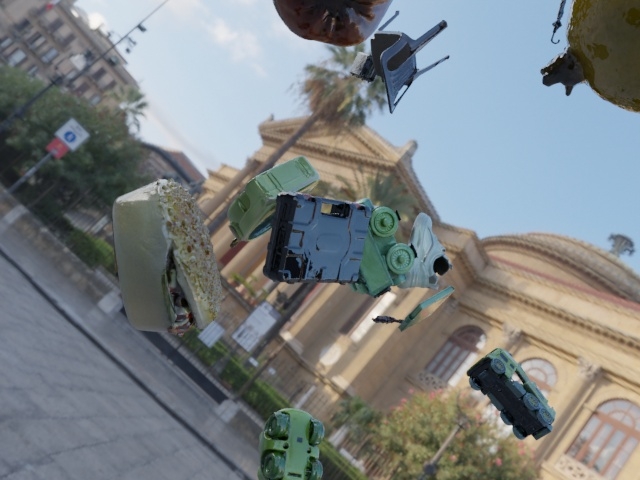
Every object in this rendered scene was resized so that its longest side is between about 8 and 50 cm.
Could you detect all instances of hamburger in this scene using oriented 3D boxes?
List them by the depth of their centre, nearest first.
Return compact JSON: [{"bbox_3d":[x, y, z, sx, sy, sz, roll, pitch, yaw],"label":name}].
[{"bbox_3d":[-0.279,0.033,1.110,0.302,0.170,0.302,171,-90,-80],"label":"hamburger"}]

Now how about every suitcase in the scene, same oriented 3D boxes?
[{"bbox_3d":[0.000,0.000,1.395,0.066,0.206,0.285,15,6,42],"label":"suitcase"},{"bbox_3d":[0.146,-0.563,1.932,0.059,0.086,0.126,20,15,-25],"label":"suitcase"}]

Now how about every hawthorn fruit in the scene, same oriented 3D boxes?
[{"bbox_3d":[0.015,-0.461,0.996,0.224,0.224,0.261,59,15,-49],"label":"hawthorn fruit"}]

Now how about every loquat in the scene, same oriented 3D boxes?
[{"bbox_3d":[0.340,-0.220,0.592,0.246,0.213,0.213,-25,-60,28],"label":"loquat"}]

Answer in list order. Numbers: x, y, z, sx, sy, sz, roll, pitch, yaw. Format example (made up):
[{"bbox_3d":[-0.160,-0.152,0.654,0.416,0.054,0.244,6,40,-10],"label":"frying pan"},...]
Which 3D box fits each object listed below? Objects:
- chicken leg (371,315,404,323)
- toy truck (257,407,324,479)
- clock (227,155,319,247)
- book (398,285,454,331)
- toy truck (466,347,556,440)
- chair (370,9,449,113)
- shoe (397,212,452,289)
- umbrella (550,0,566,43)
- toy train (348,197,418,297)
[{"bbox_3d":[0.162,0.195,1.464,0.083,0.021,0.036,8,-10,-20],"label":"chicken leg"},{"bbox_3d":[-0.091,0.525,1.457,0.148,0.187,0.210,20,-48,-26],"label":"toy truck"},{"bbox_3d":[-0.152,-0.090,1.614,0.096,0.235,0.308,51,-44,5],"label":"clock"},{"bbox_3d":[0.228,0.153,1.313,0.017,0.103,0.135,56,-28,18],"label":"book"},{"bbox_3d":[0.356,0.275,1.090,0.169,0.100,0.077,48,-54,14],"label":"toy truck"},{"bbox_3d":[0.212,-0.510,1.711,0.183,0.326,0.175,19,-41,37],"label":"chair"},{"bbox_3d":[0.348,0.044,1.894,0.159,0.316,0.124,18,-40,11],"label":"shoe"},{"bbox_3d":[0.514,-0.487,1.283,0.022,0.149,0.022,13,-15,6],"label":"umbrella"},{"bbox_3d":[0.143,0.020,1.679,0.271,0.188,0.159,64,-14,-11],"label":"toy train"}]
